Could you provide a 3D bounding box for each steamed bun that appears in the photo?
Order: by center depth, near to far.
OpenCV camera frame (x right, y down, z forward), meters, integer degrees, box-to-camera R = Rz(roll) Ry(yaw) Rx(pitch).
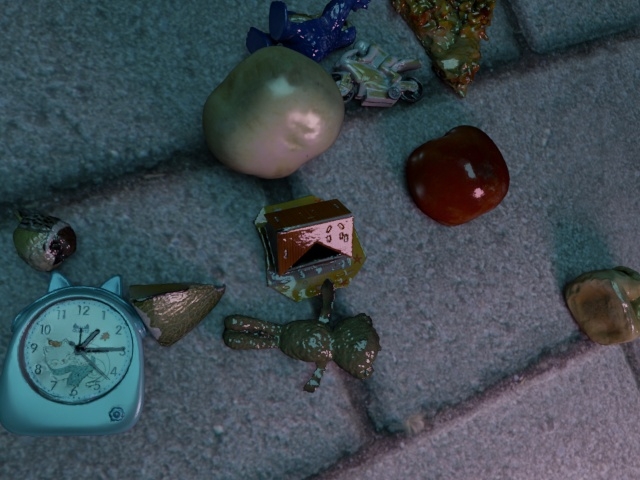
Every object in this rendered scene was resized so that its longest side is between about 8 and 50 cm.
[{"bbox_3d":[0.657,0.128,1.273,0.155,0.141,0.172,-26,93,-31],"label":"steamed bun"}]

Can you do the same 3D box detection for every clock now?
[{"bbox_3d":[-0.409,0.191,0.974,0.224,0.094,0.274,7,78,-15],"label":"clock"}]

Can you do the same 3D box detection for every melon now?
[{"bbox_3d":[-0.268,0.128,1.038,0.202,0.093,0.139,-3,111,-44],"label":"melon"}]

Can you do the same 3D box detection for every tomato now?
[{"bbox_3d":[0.310,-0.141,1.201,0.233,0.139,0.200,-33,98,-18],"label":"tomato"}]

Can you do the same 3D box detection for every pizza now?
[{"bbox_3d":[0.269,-0.488,1.277,0.251,0.074,0.287,15,77,-11],"label":"pizza"}]

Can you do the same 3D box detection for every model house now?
[{"bbox_3d":[0.000,0.000,1.093,0.219,0.136,0.207,-12,84,-17],"label":"model house"}]

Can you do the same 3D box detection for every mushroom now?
[{"bbox_3d":[-0.092,-0.249,1.070,0.260,0.254,0.234,-3,46,-21],"label":"mushroom"}]

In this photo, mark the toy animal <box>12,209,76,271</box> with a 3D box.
[{"bbox_3d":[-0.478,-0.013,0.987,0.098,0.098,0.137,-21,67,-18],"label":"toy animal"}]

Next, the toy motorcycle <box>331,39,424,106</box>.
[{"bbox_3d":[0.113,-0.355,1.212,0.229,0.074,0.151,-6,80,-14],"label":"toy motorcycle"}]

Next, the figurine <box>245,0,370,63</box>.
[{"bbox_3d":[-0.015,-0.405,1.138,0.262,0.164,0.120,-22,94,-31],"label":"figurine"}]

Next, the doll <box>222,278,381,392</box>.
[{"bbox_3d":[-0.030,0.198,1.088,0.286,0.091,0.202,-17,77,-15],"label":"doll"}]
